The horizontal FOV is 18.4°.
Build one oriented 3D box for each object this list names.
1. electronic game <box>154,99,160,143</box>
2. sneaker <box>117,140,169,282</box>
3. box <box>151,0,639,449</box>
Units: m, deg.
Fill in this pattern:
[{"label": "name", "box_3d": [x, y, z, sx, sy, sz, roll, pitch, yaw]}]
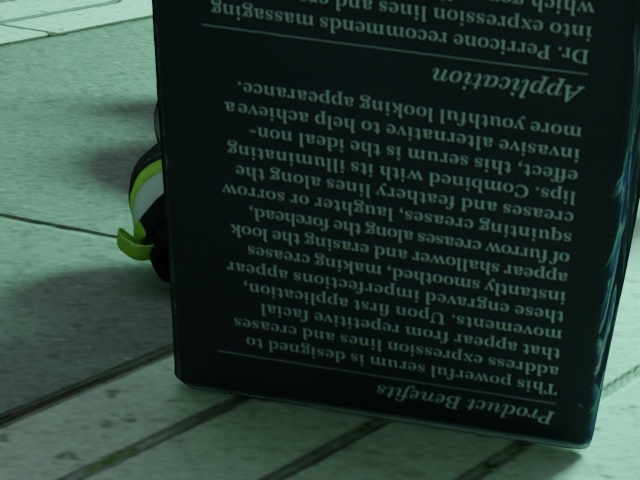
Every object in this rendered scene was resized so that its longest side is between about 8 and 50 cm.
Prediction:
[{"label": "electronic game", "box_3d": [0.001, -0.092, 1.345, 0.229, 0.048, 0.229, -5, 37, 4]}, {"label": "sneaker", "box_3d": [0.000, 0.000, 1.135, 0.234, 0.084, 0.097, 1, 42, -9]}, {"label": "box", "box_3d": [0.060, -0.150, 0.935, 0.212, 0.395, 0.293, 9, 41, 10]}]
